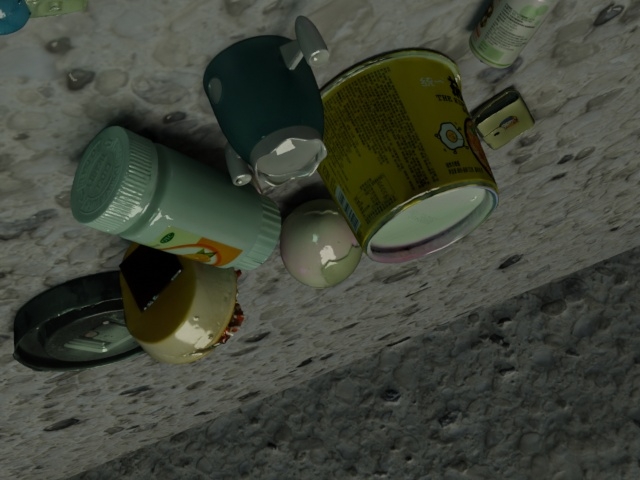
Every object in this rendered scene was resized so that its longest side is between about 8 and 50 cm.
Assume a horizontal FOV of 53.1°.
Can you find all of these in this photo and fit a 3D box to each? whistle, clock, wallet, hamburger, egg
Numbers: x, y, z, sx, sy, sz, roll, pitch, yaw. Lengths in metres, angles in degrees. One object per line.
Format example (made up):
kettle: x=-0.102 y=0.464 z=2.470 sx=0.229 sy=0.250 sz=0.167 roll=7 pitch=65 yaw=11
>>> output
whistle: x=-0.367 y=-0.246 z=0.672 sx=0.235 sy=0.077 sz=0.114 roll=-13 pitch=170 yaw=-26
clock: x=-0.500 y=0.190 z=1.473 sx=0.386 sy=0.077 sz=0.386 roll=-18 pitch=156 yaw=-9
wallet: x=0.377 y=-0.248 z=1.327 sx=0.110 sy=0.039 sz=0.155 roll=-34 pitch=154 yaw=18
hamburger: x=-0.261 y=0.090 z=1.202 sx=0.227 sy=0.295 sz=0.151 roll=-32 pitch=144 yaw=14
egg: x=0.000 y=0.000 z=1.364 sx=0.183 sy=0.183 sz=0.217 roll=-19 pitch=146 yaw=-6

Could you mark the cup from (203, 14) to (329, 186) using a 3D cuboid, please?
cup: x=-0.070 y=-0.179 z=0.935 sx=0.167 sy=0.173 sz=0.300 roll=-3 pitch=150 yaw=-33

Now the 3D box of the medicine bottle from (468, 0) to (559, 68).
medicine bottle: x=0.307 y=-0.357 z=0.981 sx=0.086 sy=0.086 sz=0.183 roll=-10 pitch=153 yaw=-25

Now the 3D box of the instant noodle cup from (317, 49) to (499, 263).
instant noodle cup: x=0.146 y=-0.129 z=1.123 sx=0.325 sy=0.254 sz=0.326 roll=-18 pitch=155 yaw=-9

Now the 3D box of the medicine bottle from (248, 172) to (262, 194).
medicine bottle: x=-0.157 y=-0.088 z=1.199 sx=0.089 sy=0.052 sz=0.052 roll=-22 pitch=156 yaw=3

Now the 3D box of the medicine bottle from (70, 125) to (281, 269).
medicine bottle: x=-0.219 y=-0.054 z=1.038 sx=0.158 sy=0.158 sz=0.318 roll=-36 pitch=143 yaw=29
